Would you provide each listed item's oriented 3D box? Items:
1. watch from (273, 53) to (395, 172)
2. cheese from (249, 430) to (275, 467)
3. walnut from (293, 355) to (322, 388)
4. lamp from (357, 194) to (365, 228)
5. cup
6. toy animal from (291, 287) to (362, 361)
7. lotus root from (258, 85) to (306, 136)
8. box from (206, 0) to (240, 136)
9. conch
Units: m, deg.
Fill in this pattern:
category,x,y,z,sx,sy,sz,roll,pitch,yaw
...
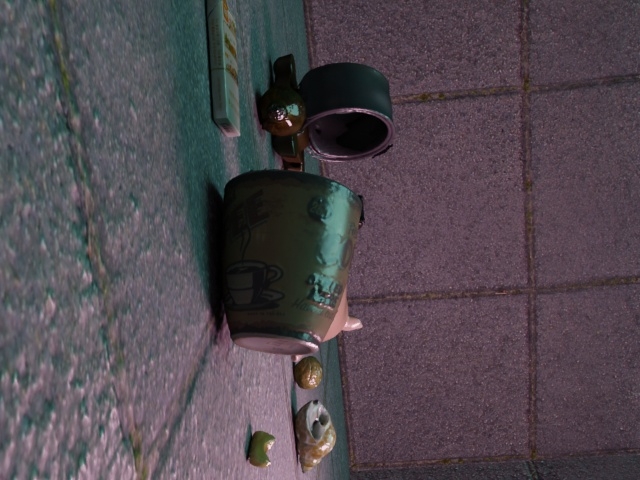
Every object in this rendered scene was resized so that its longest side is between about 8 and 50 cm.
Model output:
category,x,y,z,sx,sy,sz,roll,pitch,yaw
watch,0.040,-0.339,2.087,0.335,0.327,0.314,77,10,-66
cheese,-0.103,0.369,1.317,0.083,0.044,0.030,-90,-170,-69
walnut,-0.033,0.359,2.029,0.092,0.092,0.092,-5,90,-86
lamp,0.000,-0.027,1.867,0.172,0.228,0.147,78,8,-59
cup,-0.070,0.056,1.225,0.301,0.228,0.257,123,-23,-70
toy animal,-0.032,0.119,1.725,0.213,0.195,0.256,54,-16,32
lotus root,-0.090,-0.307,1.778,0.209,0.120,0.120,-70,155,-81
box,-0.165,-0.300,1.285,0.122,0.032,0.220,51,36,-82
conch,-0.019,0.499,1.950,0.173,0.106,0.116,67,22,-18
